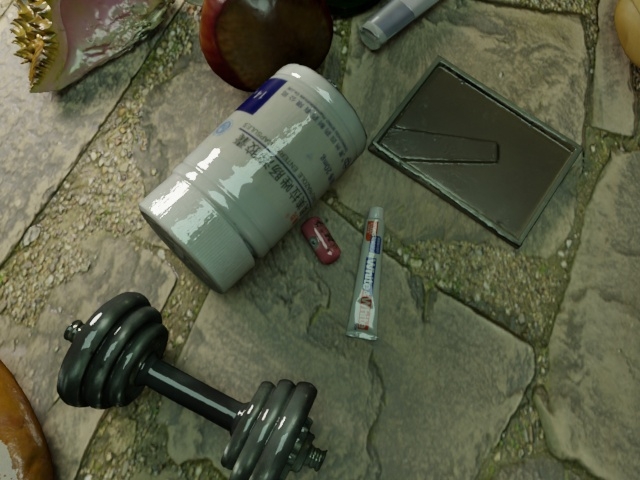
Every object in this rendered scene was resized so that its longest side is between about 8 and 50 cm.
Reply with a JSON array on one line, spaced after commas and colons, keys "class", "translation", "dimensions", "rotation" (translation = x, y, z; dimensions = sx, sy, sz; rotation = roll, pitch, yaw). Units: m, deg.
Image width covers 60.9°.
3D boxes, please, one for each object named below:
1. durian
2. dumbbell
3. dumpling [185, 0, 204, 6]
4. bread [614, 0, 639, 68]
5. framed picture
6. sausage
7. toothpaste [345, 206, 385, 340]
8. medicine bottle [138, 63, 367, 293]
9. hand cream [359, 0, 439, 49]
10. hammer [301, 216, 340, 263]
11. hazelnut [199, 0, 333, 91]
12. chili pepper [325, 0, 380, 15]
[{"class": "durian", "translation": [-0.450, -0.418, 0.972], "dimensions": [0.305, 0.185, 0.195], "rotation": [-45, 57, -4]}, {"class": "dumbbell", "translation": [-0.178, 0.215, 0.763], "dimensions": [0.406, 0.179, 0.179], "rotation": [26, 75, 5]}, {"class": "dumpling", "translation": [-0.155, -0.625, 0.974], "dimensions": [0.315, 0.233, 0.395], "rotation": [0, 93, -7]}, {"class": "bread", "translation": [0.673, -0.400, 0.944], "dimensions": [0.270, 0.211, 0.316], "rotation": [-14, 73, -5]}, {"class": "framed picture", "translation": [0.274, -0.163, 0.961], "dimensions": [0.315, 0.024, 0.232], "rotation": [36, 76, 7]}, {"class": "sausage", "translation": [-0.464, 0.271, 0.779], "dimensions": [0.109, 0.109, 0.271], "rotation": [-32, 78, -10]}, {"class": "toothpaste", "translation": [0.081, 0.052, 0.893], "dimensions": [0.052, 0.033, 0.218], "rotation": [7, 79, 4]}, {"class": "medicine bottle", "translation": [-0.103, -0.094, 0.843], "dimensions": [0.190, 0.190, 0.332], "rotation": [41, 77, 9]}, {"class": "hand cream", "translation": [0.177, -0.450, 1.022], "dimensions": [0.079, 0.048, 0.255], "rotation": [43, 77, 11]}, {"class": "hammer", "translation": [0.000, 0.000, 0.897], "dimensions": [0.043, 0.043, 0.083], "rotation": [-29, 77, -9]}, {"class": "hazelnut", "translation": [-0.093, -0.367, 0.923], "dimensions": [0.229, 0.229, 0.230], "rotation": [0, 75, -2]}, {"class": "chili pepper", "translation": [0.044, -0.475, 0.991], "dimensions": [0.278, 0.065, 0.122], "rotation": [-11, 112, -8]}]
